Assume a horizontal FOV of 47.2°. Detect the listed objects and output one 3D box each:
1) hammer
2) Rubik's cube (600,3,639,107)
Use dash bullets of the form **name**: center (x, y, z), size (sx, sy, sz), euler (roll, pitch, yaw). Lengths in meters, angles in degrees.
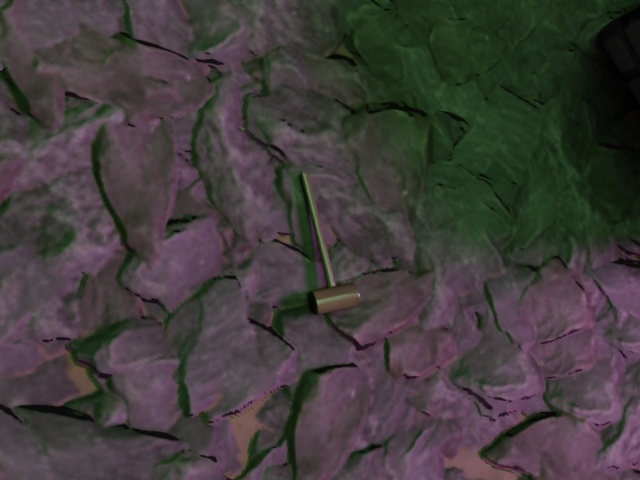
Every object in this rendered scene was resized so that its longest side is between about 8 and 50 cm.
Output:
- **hammer**: center (0.000, 0.000, 0.558), size (0.036, 0.019, 0.110), euler (-11, 83, -20)
- **Rubik's cube**: center (0.409, -0.150, 0.571), size (0.237, 0.238, 0.237), euler (-32, 90, 1)
